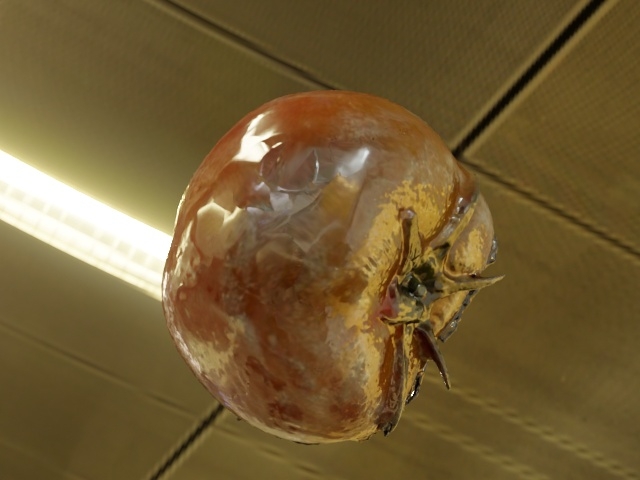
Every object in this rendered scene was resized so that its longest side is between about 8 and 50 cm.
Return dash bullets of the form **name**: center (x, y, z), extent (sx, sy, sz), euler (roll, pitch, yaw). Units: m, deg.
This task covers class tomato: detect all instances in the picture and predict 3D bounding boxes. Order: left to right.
- **tomato**: center (0.000, 0.000, 0.814), extent (0.181, 0.214, 0.155), euler (19, -22, 24)
